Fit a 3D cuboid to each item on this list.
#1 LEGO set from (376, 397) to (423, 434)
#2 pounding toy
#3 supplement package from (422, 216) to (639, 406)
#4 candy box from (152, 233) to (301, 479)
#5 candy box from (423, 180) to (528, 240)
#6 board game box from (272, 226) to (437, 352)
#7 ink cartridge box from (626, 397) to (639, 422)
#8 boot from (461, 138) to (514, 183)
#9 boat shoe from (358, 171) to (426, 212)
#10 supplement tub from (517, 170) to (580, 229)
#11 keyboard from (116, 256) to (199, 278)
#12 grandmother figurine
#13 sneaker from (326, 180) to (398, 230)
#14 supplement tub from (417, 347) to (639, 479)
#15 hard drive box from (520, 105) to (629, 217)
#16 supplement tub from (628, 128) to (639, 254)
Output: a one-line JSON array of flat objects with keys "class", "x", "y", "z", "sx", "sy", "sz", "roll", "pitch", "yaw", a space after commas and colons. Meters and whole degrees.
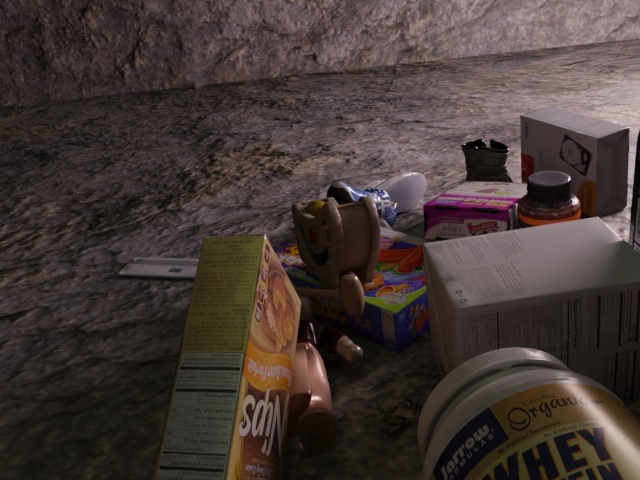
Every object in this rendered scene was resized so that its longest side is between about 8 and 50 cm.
[{"class": "LEGO set", "x": 0.107, "y": 0.245, "z": 0.977, "sx": 0.083, "sy": 0.023, "sz": 0.054, "roll": -7, "pitch": 24, "yaw": -31}, {"class": "pounding toy", "x": 0.000, "y": 0.000, "z": 1.158, "sx": 0.155, "sy": 0.154, "sz": 0.269, "roll": -10, "pitch": 25, "yaw": -18}, {"class": "supplement package", "x": 0.297, "y": 0.110, "z": 0.990, "sx": 0.263, "sy": 0.197, "sz": 0.199, "roll": -9, "pitch": 25, "yaw": -1}, {"class": "candy box", "x": -0.098, "y": 0.173, "z": 0.836, "sx": 0.088, "sy": 0.183, "sz": 0.316, "roll": -3, "pitch": 58, "yaw": 13}, {"class": "candy box", "x": 0.309, "y": -0.055, "z": 1.344, "sx": 0.159, "sy": 0.071, "sz": 0.233, "roll": 6, "pitch": 18, "yaw": 30}, {"class": "board game box", "x": 0.076, "y": 0.062, "z": 1.293, "sx": 0.347, "sy": 0.078, "sz": 0.233, "roll": 17, "pitch": 35, "yaw": 41}, {"class": "ink cartridge box", "x": 0.498, "y": 0.170, "z": 0.795, "sx": 0.193, "sy": 0.088, "sz": 0.234, "roll": -22, "pitch": -12, "yaw": -25}, {"class": "boot", "x": 0.381, "y": -0.120, "z": 1.486, "sx": 0.084, "sy": 0.161, "sz": 0.247, "roll": -22, "pitch": 29, "yaw": -27}, {"class": "boat shoe", "x": 0.124, "y": -0.097, "z": 1.591, "sx": 0.258, "sy": 0.095, "sz": 0.084, "roll": -23, "pitch": 34, "yaw": -31}, {"class": "supplement tub", "x": 0.392, "y": -0.017, "z": 1.227, "sx": 0.106, "sy": 0.197, "sz": 0.106, "roll": -7, "pitch": 25, "yaw": 3}, {"class": "keyboard", "x": -0.299, "y": 0.060, "z": 1.488, "sx": 0.256, "sy": 0.014, "sz": 0.072, "roll": 1, "pitch": 32, "yaw": 18}, {"class": "grandmother figurine", "x": -0.042, "y": 0.175, "z": 1.075, "sx": 0.208, "sy": 0.103, "sz": 0.342, "roll": -2, "pitch": 27, "yaw": -7}, {"class": "sneaker", "x": 0.086, "y": -0.076, "z": 1.438, "sx": 0.080, "sy": 0.211, "sz": 0.081, "roll": 20, "pitch": 82, "yaw": 38}, {"class": "supplement tub", "x": 0.228, "y": 0.263, "z": 0.657, "sx": 0.229, "sy": 0.228, "sz": 0.316, "roll": -11, "pitch": 26, "yaw": -7}, {"class": "hard drive box", "x": 0.540, "y": -0.173, "z": 1.530, "sx": 0.089, "sy": 0.181, "sz": 0.232, "roll": -19, "pitch": 27, "yaw": -19}, {"class": "supplement tub", "x": 0.541, "y": -0.004, "z": 0.993, "sx": 0.207, "sy": 0.337, "sz": 0.207, "roll": -7, "pitch": 26, "yaw": 3}]
